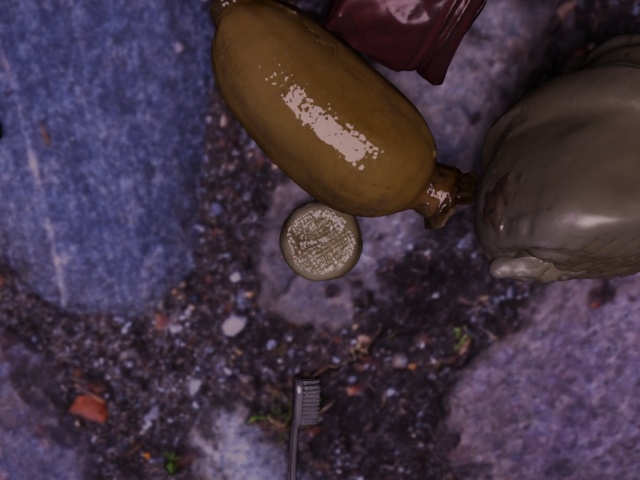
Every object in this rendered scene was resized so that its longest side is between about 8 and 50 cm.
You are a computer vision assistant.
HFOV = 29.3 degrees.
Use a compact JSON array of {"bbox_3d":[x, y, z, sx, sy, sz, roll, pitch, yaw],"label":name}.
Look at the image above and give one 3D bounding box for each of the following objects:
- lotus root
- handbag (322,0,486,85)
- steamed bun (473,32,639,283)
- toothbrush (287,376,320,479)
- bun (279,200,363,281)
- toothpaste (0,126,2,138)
[{"bbox_3d":[0.007,-0.113,1.148,0.303,0.146,0.131,40,99,-9],"label":"lotus root"},{"bbox_3d":[0.105,-0.257,1.094,0.135,0.146,0.225,27,108,-6],"label":"handbag"},{"bbox_3d":[0.290,-0.086,1.097,0.324,0.310,0.220,-8,80,5],"label":"steamed bun"},{"bbox_3d":[-0.027,0.313,1.367,0.029,0.024,0.354,2,109,-8],"label":"toothbrush"},{"bbox_3d":[0.000,0.000,1.238,0.086,0.055,0.086,0,96,-1],"label":"bun"},{"bbox_3d":[-0.421,-0.053,1.236,0.239,0.039,0.062,-33,113,14],"label":"toothpaste"}]
